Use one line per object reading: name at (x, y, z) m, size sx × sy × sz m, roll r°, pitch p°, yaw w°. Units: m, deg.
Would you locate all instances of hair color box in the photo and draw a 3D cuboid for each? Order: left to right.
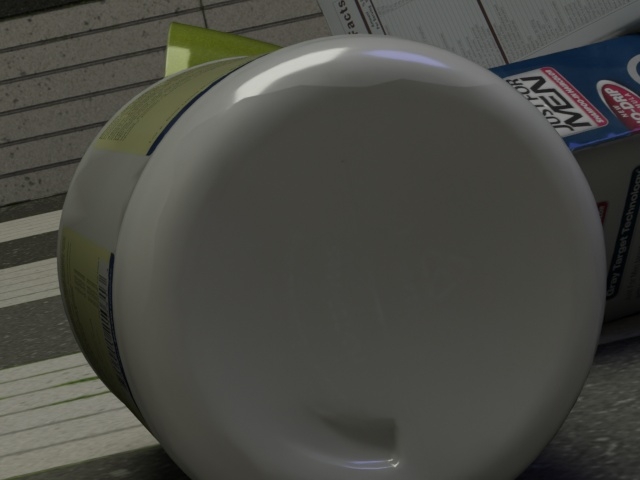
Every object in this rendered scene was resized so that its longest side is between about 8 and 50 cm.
hair color box at (0.266, -0.059, 1.047) m, size 0.347 × 0.174 × 0.105 m, roll -15°, pitch 44°, yaw -22°

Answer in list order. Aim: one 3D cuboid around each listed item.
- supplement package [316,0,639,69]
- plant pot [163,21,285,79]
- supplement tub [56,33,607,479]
supplement package at (0.144, -0.162, 1.101) m, size 0.244 × 0.139 × 0.134 m, roll -25°, pitch -17°, yaw 15°
plant pot at (-0.037, -0.112, 1.777) m, size 0.294 × 0.274 × 0.275 m, roll 3°, pitch 7°, yaw -3°
supplement tub at (-0.016, 0.013, 0.818) m, size 0.235 × 0.235 × 0.325 m, roll -14°, pitch 8°, yaw -15°
